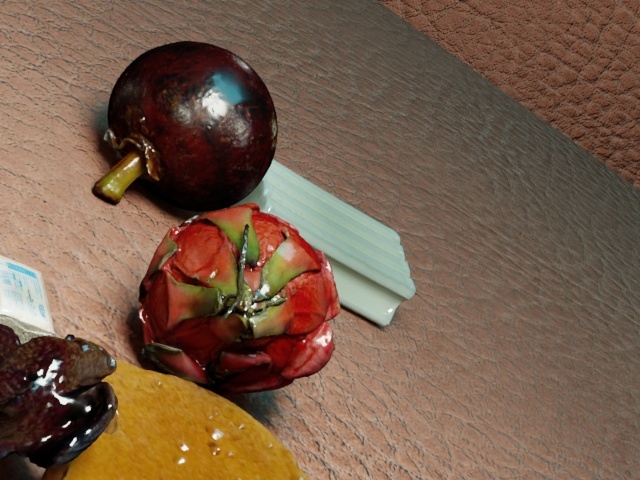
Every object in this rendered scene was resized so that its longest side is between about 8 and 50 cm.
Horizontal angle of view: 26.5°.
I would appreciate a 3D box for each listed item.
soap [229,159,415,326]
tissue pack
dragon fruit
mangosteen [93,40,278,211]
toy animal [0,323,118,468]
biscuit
[{"bbox_3d":[0.000,0.000,1.945,0.265,0.087,0.159,29,26,-25],"label":"soap"},{"bbox_3d":[-0.313,0.067,1.365,0.074,0.059,0.094,25,28,-37],"label":"tissue pack"},{"bbox_3d":[-0.078,0.071,1.471,0.234,0.233,0.293,33,-7,-19],"label":"dragon fruit"},{"bbox_3d":[-0.189,-0.134,1.763,0.235,0.235,0.261,45,57,9],"label":"mangosteen"},{"bbox_3d":[-0.267,0.144,1.228,0.219,0.116,0.179,19,10,28],"label":"toy animal"},{"bbox_3d":[-0.107,0.298,1.256,0.350,0.078,0.455,32,23,-12],"label":"biscuit"}]
